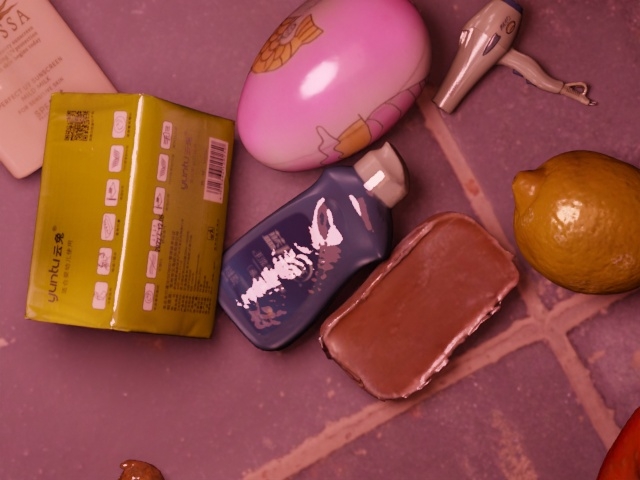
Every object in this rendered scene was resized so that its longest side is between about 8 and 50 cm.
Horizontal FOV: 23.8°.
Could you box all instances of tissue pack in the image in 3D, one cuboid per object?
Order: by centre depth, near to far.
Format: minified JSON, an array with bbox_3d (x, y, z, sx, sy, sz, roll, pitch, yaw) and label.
[{"bbox_3d":[-0.226,-0.026,1.833,0.167,0.200,0.275,5,87,34],"label":"tissue pack"}]

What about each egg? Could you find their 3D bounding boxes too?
[{"bbox_3d":[0.017,-0.198,1.885,0.196,0.196,0.271,36,83,-2],"label":"egg"}]

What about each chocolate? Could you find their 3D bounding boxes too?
[{"bbox_3d":[0.119,0.076,1.931,0.261,0.083,0.161,-43,112,-3],"label":"chocolate"}]

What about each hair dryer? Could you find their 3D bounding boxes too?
[{"bbox_3d":[0.241,-0.199,1.987,0.167,0.067,0.199,-42,106,3],"label":"hair dryer"}]

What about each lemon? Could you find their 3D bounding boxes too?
[{"bbox_3d":[0.349,-0.018,1.910,0.248,0.184,0.184,20,85,-12],"label":"lemon"}]

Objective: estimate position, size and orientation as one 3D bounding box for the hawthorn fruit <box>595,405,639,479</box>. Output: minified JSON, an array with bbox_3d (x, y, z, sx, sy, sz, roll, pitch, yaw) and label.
[{"bbox_3d":[0.498,0.320,1.791,0.402,0.403,0.403,0,87,-5],"label":"hawthorn fruit"}]

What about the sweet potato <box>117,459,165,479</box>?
[{"bbox_3d":[-0.220,0.409,1.896,0.075,0.075,0.273,0,90,-5],"label":"sweet potato"}]

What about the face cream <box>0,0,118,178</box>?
[{"bbox_3d":[-0.412,-0.260,1.860,0.173,0.081,0.348,-40,108,-14],"label":"face cream"}]

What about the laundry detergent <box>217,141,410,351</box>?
[{"bbox_3d":[0.000,0.000,1.883,0.290,0.094,0.143,-43,74,12],"label":"laundry detergent"}]
